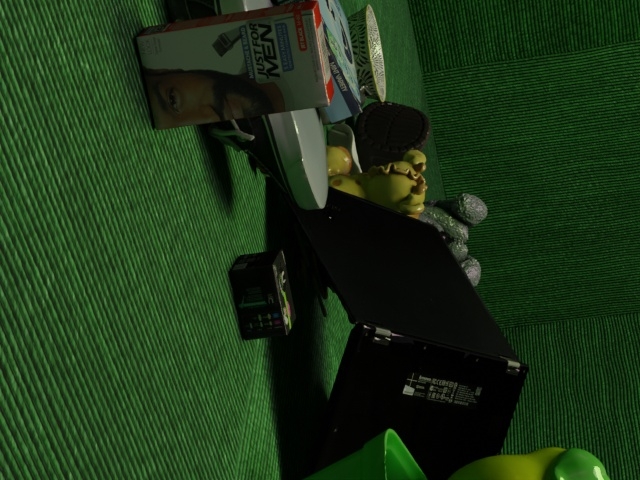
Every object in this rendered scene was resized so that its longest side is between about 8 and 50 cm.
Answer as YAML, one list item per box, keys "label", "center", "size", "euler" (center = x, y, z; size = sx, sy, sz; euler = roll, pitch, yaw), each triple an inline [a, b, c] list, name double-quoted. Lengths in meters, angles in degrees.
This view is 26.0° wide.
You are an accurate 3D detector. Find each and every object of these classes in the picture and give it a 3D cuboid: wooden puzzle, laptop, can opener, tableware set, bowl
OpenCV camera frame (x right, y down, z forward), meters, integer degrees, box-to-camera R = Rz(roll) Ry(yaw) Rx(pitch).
- label: "wooden puzzle"
  center: [-0.024, 0.038, 1.893]
  size: [0.083, 0.006, 0.049]
  euler: [-64, 145, -72]
- label: "laptop"
  center: [0.070, 0.161, 1.827]
  size: [0.382, 0.236, 0.408]
  euler: [17, 91, -48]
- label: "can opener"
  center: [0.020, -0.238, 2.224]
  size: [0.095, 0.076, 0.283]
  euler: [50, 11, 2]
- label: "tableware set"
  center: [0.000, 0.000, 1.928]
  size: [0.128, 0.039, 0.194]
  euler: [-95, 170, -46]
- label: "bowl"
  center: [0.060, -0.320, 2.407]
  size: [0.170, 0.080, 0.170]
  euler: [-7, 90, -80]

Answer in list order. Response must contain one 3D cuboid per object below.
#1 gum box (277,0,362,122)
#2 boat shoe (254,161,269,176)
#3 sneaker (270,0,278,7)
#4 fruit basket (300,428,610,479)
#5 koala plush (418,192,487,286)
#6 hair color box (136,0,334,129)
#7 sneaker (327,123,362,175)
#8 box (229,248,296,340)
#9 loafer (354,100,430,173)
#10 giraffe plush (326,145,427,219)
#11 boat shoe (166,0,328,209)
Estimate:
- label: "gum box"
  center: [-0.006, -0.249, 1.553]
  size: [0.184, 0.041, 0.157]
  euler: [-98, 164, -47]
- label: "boat shoe"
  center: [-0.063, -0.146, 1.709]
  size: [0.043, 0.049, 0.137]
  euler: [59, 30, -60]
- label: "sneaker"
  center: [-0.053, -0.254, 1.686]
  size: [0.282, 0.099, 0.153]
  euler: [58, 23, -54]
- label: "fruit basket"
  center: [0.155, 0.376, 1.527]
  size: [0.392, 0.392, 0.283]
  euler: [72, 15, -45]
- label: "koala plush"
  center: [0.194, -0.003, 2.760]
  size: [0.221, 0.203, 0.196]
  euler: [1, 93, -59]
- label: "hair color box"
  center: [-0.078, -0.163, 1.290]
  size: [0.053, 0.167, 0.093]
  euler: [-72, 153, -69]
- label: "sneaker"
  center: [0.044, -0.112, 2.248]
  size: [0.061, 0.053, 0.152]
  euler: [69, 16, -62]
- label: "box"
  center: [-0.063, 0.060, 1.536]
  size: [0.062, 0.052, 0.083]
  euler: [-64, 144, -71]
- label: "loafer"
  center: [0.103, -0.116, 2.452]
  size: [0.366, 0.133, 0.130]
  euler: [-70, 175, -49]
- label: "giraffe plush"
  center: [0.080, -0.069, 2.081]
  size: [0.210, 0.170, 0.182]
  euler: [52, 32, -70]
- label: "boat shoe"
  center: [-0.076, -0.150, 1.478]
  size: [0.306, 0.104, 0.113]
  euler: [63, 25, -44]
